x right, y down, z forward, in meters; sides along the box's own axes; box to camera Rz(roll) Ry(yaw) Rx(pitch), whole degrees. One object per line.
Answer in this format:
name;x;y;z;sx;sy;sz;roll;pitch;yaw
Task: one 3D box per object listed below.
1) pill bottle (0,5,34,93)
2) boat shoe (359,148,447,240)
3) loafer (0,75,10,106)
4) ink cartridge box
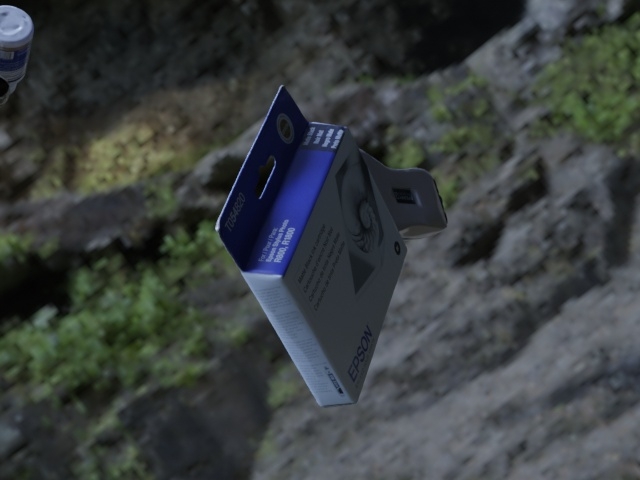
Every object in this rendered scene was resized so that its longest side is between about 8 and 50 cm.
pill bottle;-0.413;-0.243;2.120;0.067;0.067;0.120;-33;-18;-34
boat shoe;0.028;-0.031;2.104;0.158;0.127;0.340;-24;-18;25
loafer;-0.437;-0.192;1.948;0.148;0.056;0.050;3;-14;-36
ink cartridge box;0.000;0.000;1.511;0.045;0.224;0.223;-11;37;28
